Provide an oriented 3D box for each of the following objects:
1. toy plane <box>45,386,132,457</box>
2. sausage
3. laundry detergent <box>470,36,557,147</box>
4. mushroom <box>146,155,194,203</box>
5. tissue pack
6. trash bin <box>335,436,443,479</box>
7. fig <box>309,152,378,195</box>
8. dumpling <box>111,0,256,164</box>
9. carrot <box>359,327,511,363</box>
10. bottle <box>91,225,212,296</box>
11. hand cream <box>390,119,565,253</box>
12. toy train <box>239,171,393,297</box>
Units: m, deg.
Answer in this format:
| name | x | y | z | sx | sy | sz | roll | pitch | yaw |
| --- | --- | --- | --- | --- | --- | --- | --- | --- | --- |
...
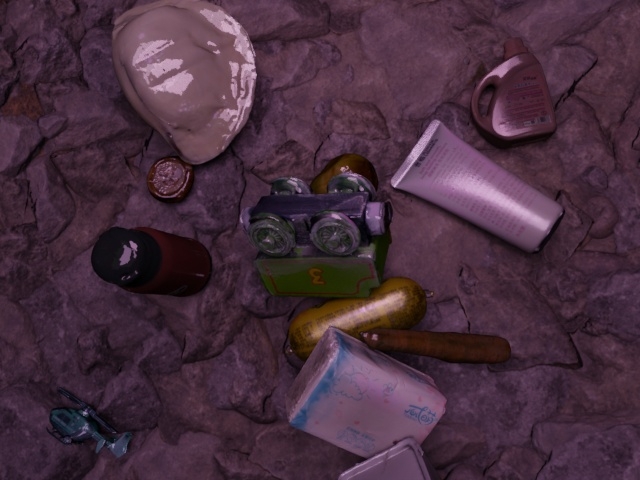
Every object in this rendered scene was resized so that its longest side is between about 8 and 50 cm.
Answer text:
| name | x | y | z | sx | sy | sz | roll | pitch | yaw |
| --- | --- | --- | --- | --- | --- | --- | --- | --- | --- |
| toy plane | -0.551 | 0.439 | 1.177 | 0.235 | 0.060 | 0.096 | 28 | 74 | 14 |
| sausage | 0.081 | 0.170 | 1.090 | 0.347 | 0.123 | 0.123 | -21 | 81 | 4 |
| laundry detergent | 0.420 | -0.331 | 1.131 | 0.171 | 0.076 | 0.237 | -12 | 81 | 6 |
| mushroom | -0.362 | -0.148 | 1.223 | 0.123 | 0.052 | 0.123 | -1 | 74 | 3 |
| tissue pack | 0.087 | 0.323 | 1.014 | 0.271 | 0.124 | 0.201 | 29 | 105 | -14 |
| trash bin | 0.173 | 0.593 | 0.922 | 0.296 | 0.256 | 0.367 | -28 | 101 | 5 |
| fig | 0.050 | -0.116 | 1.122 | 0.166 | 0.144 | 0.154 | -29 | 57 | 16 |
| dumpling | -0.301 | -0.386 | 1.158 | 0.316 | 0.233 | 0.395 | -22 | 91 | 11 |
| carrot | 0.238 | 0.217 | 1.046 | 0.342 | 0.070 | 0.070 | 8 | 84 | -14 |
| bottle | -0.345 | 0.046 | 1.053 | 0.144 | 0.336 | 0.144 | -1 | 83 | 6 |
| hand cream | 0.349 | -0.108 | 1.108 | 0.359 | 0.118 | 0.185 | 35 | 92 | 17 |
| toy train | 0.000 | 0.000 | 1.034 | 0.307 | 0.248 | 0.173 | -2 | 42 | 20 |
